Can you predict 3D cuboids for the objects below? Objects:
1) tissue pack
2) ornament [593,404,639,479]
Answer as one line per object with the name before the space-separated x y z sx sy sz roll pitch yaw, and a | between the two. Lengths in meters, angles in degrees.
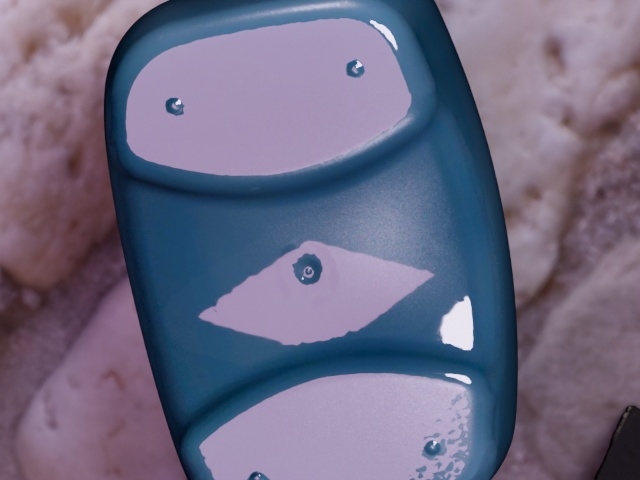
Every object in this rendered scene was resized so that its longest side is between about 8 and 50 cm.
tissue pack | 0.000 0.000 0.926 0.198 0.206 0.287 -12 100 8
ornament | 0.179 0.231 0.992 0.166 0.153 0.196 30 131 8
